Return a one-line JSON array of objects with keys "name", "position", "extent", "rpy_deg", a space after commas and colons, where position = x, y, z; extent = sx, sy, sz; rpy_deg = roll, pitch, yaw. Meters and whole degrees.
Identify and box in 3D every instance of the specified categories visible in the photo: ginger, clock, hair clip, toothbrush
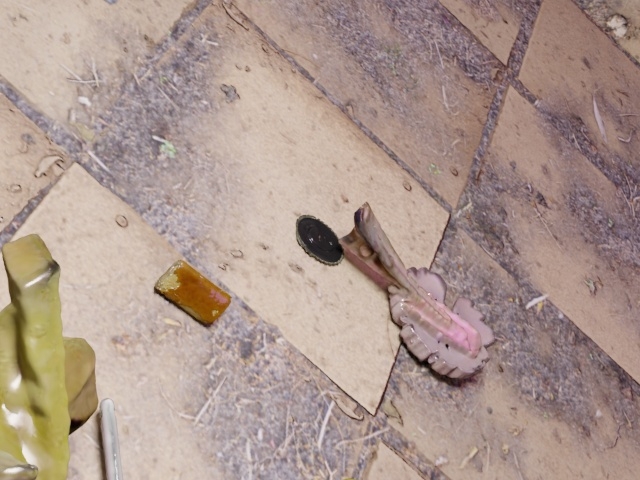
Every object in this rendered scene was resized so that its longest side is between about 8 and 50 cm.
[{"name": "ginger", "position": [-0.348, 0.164, 1.126], "extent": [0.358, 0.211, 0.413], "rpy_deg": [40, 37, -12]}, {"name": "clock", "position": [0.000, 0.000, 1.831], "extent": [0.083, 0.010, 0.074], "rpy_deg": [29, 40, -27]}, {"name": "hair clip", "position": [0.124, 0.069, 1.854], "extent": [0.300, 0.069, 0.173], "rpy_deg": [48, 35, -22]}, {"name": "toothbrush", "position": [-0.173, 0.338, 1.301], "extent": [0.040, 0.042, 0.418], "rpy_deg": [-4, 57, -13]}]

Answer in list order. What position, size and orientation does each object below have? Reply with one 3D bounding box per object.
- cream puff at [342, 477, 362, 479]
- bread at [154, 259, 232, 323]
[{"name": "cream puff", "position": [0.042, 0.358, 1.417], "extent": [0.221, 0.195, 0.195], "rpy_deg": [48, 35, 3]}, {"name": "bread", "position": [-0.148, 0.060, 1.585], "extent": [0.083, 0.047, 0.036], "rpy_deg": [38, 6, -20]}]
